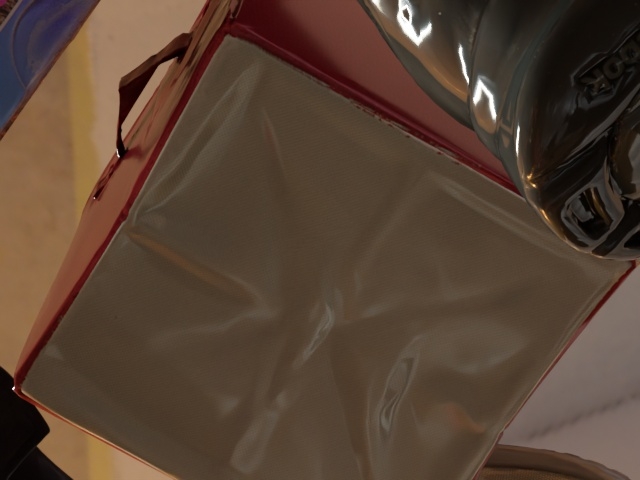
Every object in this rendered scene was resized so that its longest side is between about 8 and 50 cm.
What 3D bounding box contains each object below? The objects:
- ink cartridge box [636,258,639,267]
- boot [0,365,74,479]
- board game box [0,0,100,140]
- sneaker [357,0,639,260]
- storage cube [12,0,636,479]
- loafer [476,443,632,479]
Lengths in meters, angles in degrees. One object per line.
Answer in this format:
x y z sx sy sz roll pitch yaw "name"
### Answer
0.134 -0.018 1.395 0.235 0.193 0.088 -50 -1 42 "ink cartridge box"
-0.233 0.169 1.027 0.096 0.280 0.264 -54 -55 -34 "boot"
-0.217 -0.181 0.777 0.291 0.141 0.232 35 -75 -14 "board game box"
0.103 -0.057 0.521 0.109 0.130 0.286 -53 -31 11 "sneaker"
0.000 0.000 0.803 0.215 0.193 0.183 30 -71 -10 "storage cube"
0.071 0.160 0.994 0.268 0.092 0.102 17 -37 -2 "loafer"
